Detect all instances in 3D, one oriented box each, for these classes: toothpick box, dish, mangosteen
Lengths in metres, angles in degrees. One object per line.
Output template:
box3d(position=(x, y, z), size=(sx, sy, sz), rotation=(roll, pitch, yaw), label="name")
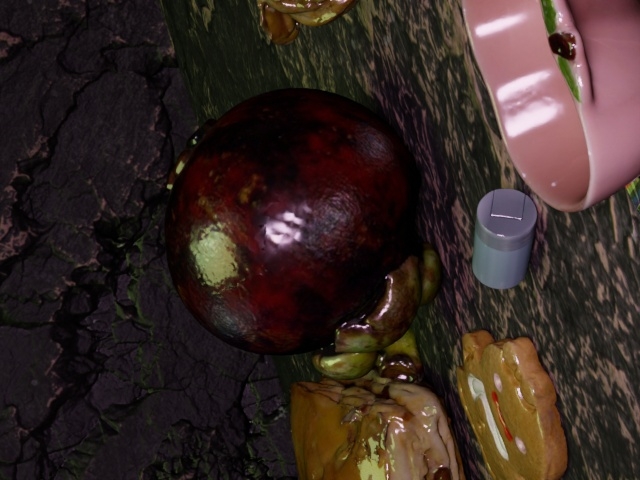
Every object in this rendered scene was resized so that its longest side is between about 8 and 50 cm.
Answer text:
box3d(position=(0.158, -0.001, 1.357), size=(0.083, 0.052, 0.052), rotation=(89, 160, -56), label="toothpick box")
box3d(position=(0.171, -0.127, 1.026), size=(0.213, 0.090, 0.213), rotation=(163, 90, -81), label="dish")
box3d(position=(-0.018, -0.006, 1.631), size=(0.311, 0.311, 0.311), rotation=(162, 90, -78), label="mangosteen")

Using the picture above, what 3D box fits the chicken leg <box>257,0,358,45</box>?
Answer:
box3d(position=(-0.032, -0.402, 1.447), size=(0.201, 0.152, 0.429), rotation=(84, 173, -72), label="chicken leg")

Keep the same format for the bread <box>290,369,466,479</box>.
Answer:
box3d(position=(0.068, 0.288, 1.907), size=(0.324, 0.167, 0.278), rotation=(-143, 37, -72), label="bread")

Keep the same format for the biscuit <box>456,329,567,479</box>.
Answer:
box3d(position=(0.183, 0.173, 1.536), size=(0.249, 0.035, 0.184), rotation=(132, 119, -76), label="biscuit")

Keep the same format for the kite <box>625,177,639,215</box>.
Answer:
box3d(position=(0.234, -0.024, 1.086), size=(0.122, 0.004, 0.090), rotation=(-145, 40, -71), label="kite")
